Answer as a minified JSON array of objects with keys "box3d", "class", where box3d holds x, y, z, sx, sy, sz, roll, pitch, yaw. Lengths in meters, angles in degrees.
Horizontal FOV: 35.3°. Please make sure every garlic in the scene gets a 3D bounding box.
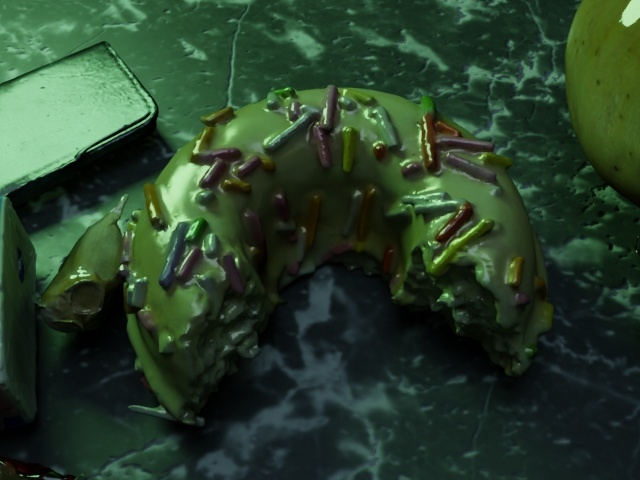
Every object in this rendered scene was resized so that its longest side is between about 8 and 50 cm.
[{"box3d":[-0.204,0.034,0.911,0.084,0.066,0.152,-35,23,25],"class":"garlic"}]

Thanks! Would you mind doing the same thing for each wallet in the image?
[{"box3d":[-0.331,-0.097,1.040,0.318,0.045,0.172,-29,53,-17],"class":"wallet"}]

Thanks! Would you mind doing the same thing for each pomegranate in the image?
[{"box3d":[0.371,-0.116,0.871,0.338,0.338,0.338,-2,52,2],"class":"pomegranate"}]

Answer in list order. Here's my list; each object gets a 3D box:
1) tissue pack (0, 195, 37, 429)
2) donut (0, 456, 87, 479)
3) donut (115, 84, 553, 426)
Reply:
[{"box3d":[-0.387,0.072,0.854,0.269,0.137,0.209,-9,51,-2],"class":"tissue pack"},{"box3d":[-0.248,0.280,0.708,0.269,0.103,0.270,-1,51,1],"class":"donut"},{"box3d":[0.007,-0.007,0.882,0.371,0.150,0.307,-8,52,-2],"class":"donut"}]
